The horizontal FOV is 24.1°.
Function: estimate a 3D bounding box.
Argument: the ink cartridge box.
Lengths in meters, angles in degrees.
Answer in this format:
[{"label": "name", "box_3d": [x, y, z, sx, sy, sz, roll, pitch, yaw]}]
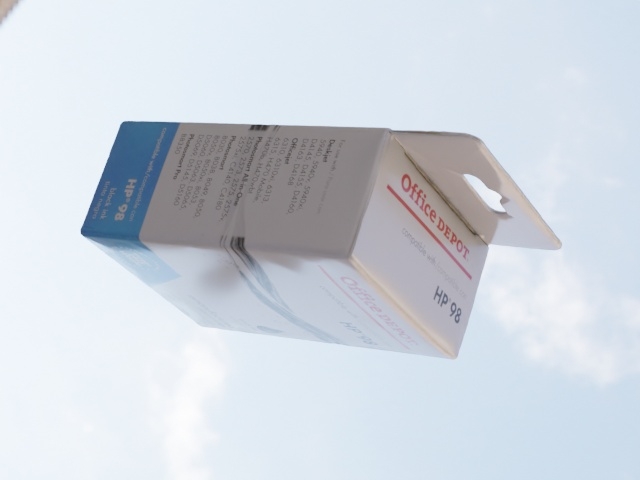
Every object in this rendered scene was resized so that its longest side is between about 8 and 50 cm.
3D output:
[{"label": "ink cartridge box", "box_3d": [0.000, 0.000, 0.648, 0.180, 0.104, 0.060, 5, -114, 34]}]
